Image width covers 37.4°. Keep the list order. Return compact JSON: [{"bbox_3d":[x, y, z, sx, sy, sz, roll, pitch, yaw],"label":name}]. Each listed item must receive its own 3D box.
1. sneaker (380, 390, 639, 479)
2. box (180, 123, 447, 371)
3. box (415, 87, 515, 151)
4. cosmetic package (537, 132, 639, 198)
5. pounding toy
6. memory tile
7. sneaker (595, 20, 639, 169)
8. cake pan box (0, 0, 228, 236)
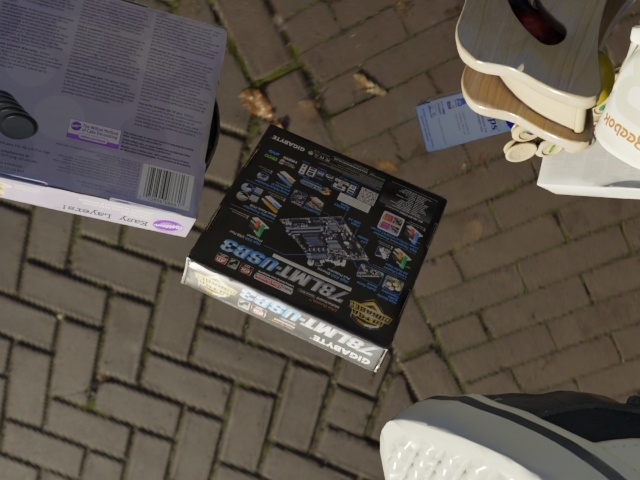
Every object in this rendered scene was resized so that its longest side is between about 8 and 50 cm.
[{"bbox_3d":[0.160,0.124,0.330,0.321,0.127,0.126,21,129,52],"label":"sneaker"},{"bbox_3d":[0.000,0.000,1.332,0.295,0.293,0.073,23,142,3],"label":"box"},{"bbox_3d":[0.215,-0.186,1.374,0.137,0.126,0.072,-14,100,13],"label":"box"},{"bbox_3d":[0.419,-0.109,1.280,0.239,0.060,0.099,8,84,45],"label":"cosmetic package"},{"bbox_3d":[0.194,-0.190,0.711,0.154,0.155,0.270,6,71,15],"label":"pounding toy"},{"bbox_3d":[0.269,-0.135,1.036,0.113,0.012,0.148,-6,151,-11],"label":"memory tile"},{"bbox_3d":[0.184,-0.093,0.414,0.123,0.106,0.290,-26,130,-6],"label":"sneaker"},{"bbox_3d":[-0.238,-0.147,1.026,0.266,0.070,0.246,11,68,-15],"label":"cake pan box"}]
